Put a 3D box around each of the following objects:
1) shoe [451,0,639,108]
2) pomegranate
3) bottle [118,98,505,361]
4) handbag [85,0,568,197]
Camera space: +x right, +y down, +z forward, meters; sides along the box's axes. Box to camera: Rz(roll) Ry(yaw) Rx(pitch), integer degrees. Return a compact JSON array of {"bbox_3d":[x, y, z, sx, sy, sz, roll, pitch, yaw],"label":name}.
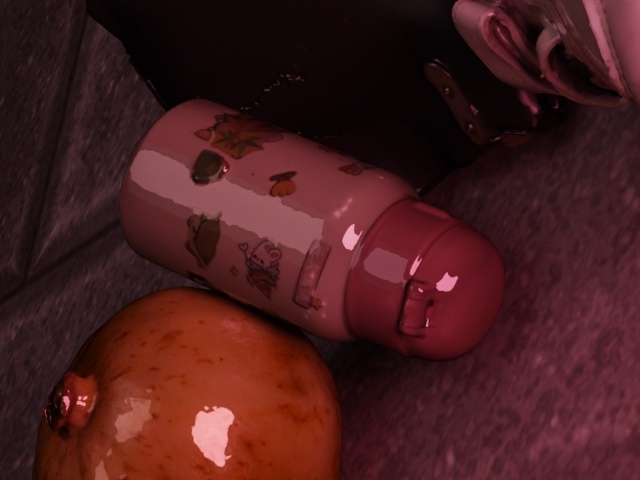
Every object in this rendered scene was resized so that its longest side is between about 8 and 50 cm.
[{"bbox_3d":[0.175,-0.143,1.089,0.198,0.172,0.351,-36,26,29],"label":"shoe"},{"bbox_3d":[-0.095,0.138,1.314,0.215,0.215,0.215,-42,35,39],"label":"pomegranate"},{"bbox_3d":[0.000,0.000,1.267,0.253,0.120,0.120,23,89,28],"label":"bottle"},{"bbox_3d":[0.016,-0.142,1.349,0.342,0.152,0.288,-37,77,44],"label":"handbag"}]
